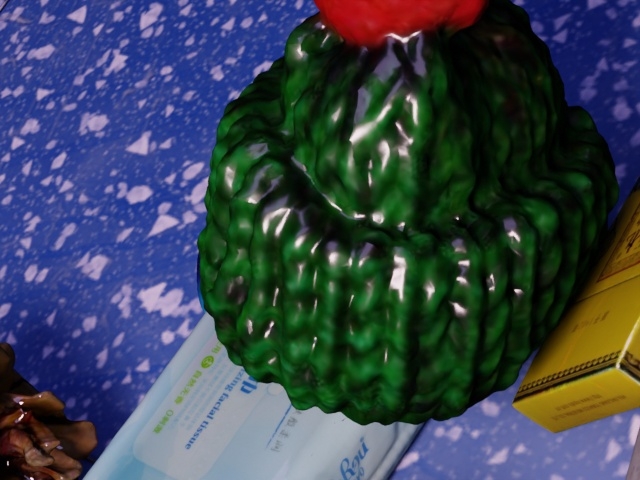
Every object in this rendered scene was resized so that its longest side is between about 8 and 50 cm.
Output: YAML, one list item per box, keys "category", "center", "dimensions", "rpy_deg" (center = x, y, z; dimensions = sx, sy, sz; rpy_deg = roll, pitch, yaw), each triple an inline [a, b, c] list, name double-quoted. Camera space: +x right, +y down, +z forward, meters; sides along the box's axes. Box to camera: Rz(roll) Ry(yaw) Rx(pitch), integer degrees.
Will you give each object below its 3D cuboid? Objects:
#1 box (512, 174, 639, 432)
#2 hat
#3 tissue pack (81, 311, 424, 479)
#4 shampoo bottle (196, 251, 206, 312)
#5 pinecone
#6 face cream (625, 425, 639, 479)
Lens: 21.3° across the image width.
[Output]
- category: "box"
  center: [0.221, -0.015, 1.024]
  dimensions: [0.279, 0.041, 0.153]
  rpy_deg: [-57, 7, -20]
- category: "hat"
  center: [0.061, -0.077, 0.981]
  dimensions: [0.242, 0.332, 0.274]
  rpy_deg: [11, 33, 6]
- category: "tissue pack"
  center: [-0.067, 0.165, 1.090]
  dimensions: [0.177, 0.089, 0.263]
  rpy_deg: [20, 67, 41]
- category: "shampoo bottle"
  center: [0.000, 0.000, 1.215]
  dimensions: [0.183, 0.050, 0.087]
  rpy_deg: [-18, 43, 22]
- category: "pinecone"
  center: [-0.256, 0.145, 1.151]
  dimensions: [0.204, 0.184, 0.179]
  rpy_deg: [-48, 5, 43]
- category: "face cream"
  center: [0.206, 0.161, 0.914]
  dimensions: [0.107, 0.073, 0.269]
  rpy_deg: [0, 54, 35]
